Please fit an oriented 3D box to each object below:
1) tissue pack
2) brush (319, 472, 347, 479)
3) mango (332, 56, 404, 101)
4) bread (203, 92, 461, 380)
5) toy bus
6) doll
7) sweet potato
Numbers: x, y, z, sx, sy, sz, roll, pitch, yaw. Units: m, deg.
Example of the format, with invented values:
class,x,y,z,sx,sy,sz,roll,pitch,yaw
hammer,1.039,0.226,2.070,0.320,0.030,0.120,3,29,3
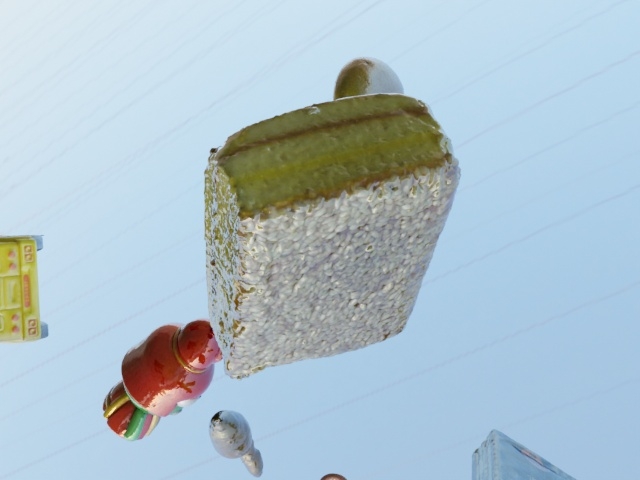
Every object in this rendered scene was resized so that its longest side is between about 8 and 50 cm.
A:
class,x,y,z,sx,sy,sz,roll,pitch,yaw
tissue pack,0.363,0.468,1.205,0.103,0.227,0.315,-60,175,16
brush,0.016,0.538,1.309,0.103,0.047,0.234,6,-95,11
mango,0.083,-0.264,1.311,0.099,0.136,0.227,-23,-170,31
bread,0.000,0.000,0.590,0.184,0.234,0.111,-14,-125,-21
toy bus,-0.489,0.062,0.993,0.330,0.152,0.144,1,-86,50
doll,-0.301,0.255,1.435,0.363,0.160,0.183,-39,-160,25
sweet potato,-0.154,0.357,1.299,0.074,0.269,0.075,-7,-128,9
